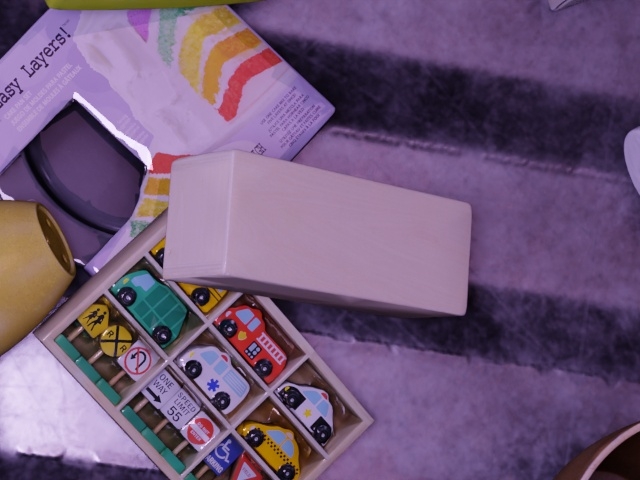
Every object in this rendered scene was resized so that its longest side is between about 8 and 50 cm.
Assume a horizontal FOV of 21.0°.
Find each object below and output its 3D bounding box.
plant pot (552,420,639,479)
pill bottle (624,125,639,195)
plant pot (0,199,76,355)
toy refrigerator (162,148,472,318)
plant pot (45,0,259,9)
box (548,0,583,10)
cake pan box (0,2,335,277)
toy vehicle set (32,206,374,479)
[{"bbox_3d":[0.273,0.260,1.458,0.237,0.254,0.237,1,85,-11],"label":"plant pot"},{"bbox_3d":[0.397,-0.103,1.580,0.221,0.121,0.121,-26,91,-12],"label":"pill bottle"},{"bbox_3d":[-0.257,0.019,1.404,0.095,0.134,0.134,-26,91,5],"label":"plant pot"},{"bbox_3d":[0.000,0.000,1.454,0.269,0.094,0.102,10,79,-40],"label":"toy refrigerator"},{"bbox_3d":[-0.119,-0.336,1.407,0.228,0.207,0.227,-9,72,-31],"label":"plant pot"},{"bbox_3d":[0.224,-0.361,1.583,0.113,0.094,0.275,-19,89,-11],"label":"box"},{"bbox_3d":[-0.163,-0.099,1.502,0.246,0.070,0.267,44,80,-2],"label":"cake pan box"},{"bbox_3d":[-0.096,0.118,1.471,0.166,0.035,0.267,-44,112,-11],"label":"toy vehicle set"}]
